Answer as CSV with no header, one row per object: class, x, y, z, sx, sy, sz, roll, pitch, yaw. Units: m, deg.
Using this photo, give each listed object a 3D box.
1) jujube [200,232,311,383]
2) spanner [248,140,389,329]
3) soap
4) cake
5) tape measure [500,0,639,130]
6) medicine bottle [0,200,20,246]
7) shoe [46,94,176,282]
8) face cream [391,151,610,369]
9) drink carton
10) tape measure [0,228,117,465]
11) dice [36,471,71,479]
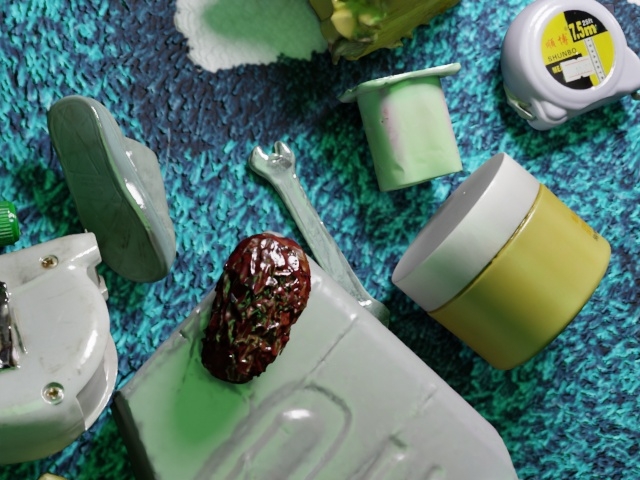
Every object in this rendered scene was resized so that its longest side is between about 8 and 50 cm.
jujube,-0.065,0.072,1.109,0.104,0.104,0.165,17,79,-9
spanner,0.000,0.000,1.390,0.071,0.017,0.302,-29,87,-17
soap,-0.023,0.254,1.238,0.435,0.213,0.350,45,75,0
cake,0.065,-0.381,1.374,0.286,0.222,0.227,-33,86,-17
tape measure,0.344,-0.256,1.480,0.196,0.105,0.178,-17,91,-14
medicine bottle,-0.514,-0.003,1.241,0.309,0.076,0.111,-8,82,-15
shoe,-0.248,-0.069,1.313,0.251,0.103,0.100,64,29,-9
face cream,0.227,0.028,1.332,0.179,0.218,0.218,40,73,-4
drink carton,0.115,-0.143,1.389,0.146,0.144,0.142,-16,93,-15
tape measure,-0.356,0.120,1.190,0.258,0.130,0.265,-14,51,-15
dice,-0.275,0.366,1.176,0.169,0.169,0.166,29,74,-6
